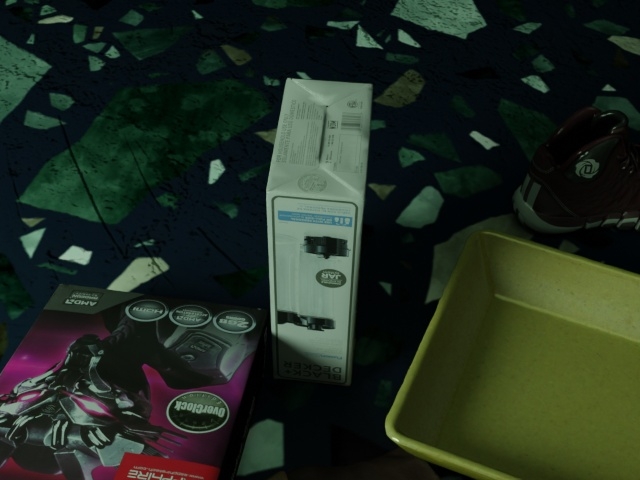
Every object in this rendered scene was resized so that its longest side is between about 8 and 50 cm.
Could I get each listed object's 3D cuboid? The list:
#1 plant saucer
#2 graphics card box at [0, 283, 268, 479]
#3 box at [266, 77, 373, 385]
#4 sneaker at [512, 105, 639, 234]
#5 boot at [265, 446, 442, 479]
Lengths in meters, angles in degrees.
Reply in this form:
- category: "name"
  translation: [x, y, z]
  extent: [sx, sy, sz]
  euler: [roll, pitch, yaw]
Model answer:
- category: "plant saucer"
  translation: [0.266, 0.156, 0.960]
  extent: [0.333, 0.081, 0.332]
  euler: [18, 42, 14]
- category: "graphics card box"
  translation: [-0.188, 0.183, 0.854]
  extent: [0.233, 0.094, 0.371]
  euler: [7, 29, 5]
- category: "box"
  translation: [0.000, 0.000, 0.965]
  extent: [0.087, 0.290, 0.169]
  euler: [4, 49, 3]
- category: "sneaker"
  translation: [0.384, -0.095, 1.158]
  extent: [0.281, 0.162, 0.106]
  euler: [-10, 48, -11]
- category: "boot"
  translation: [0.040, 0.265, 0.814]
  extent: [0.207, 0.090, 0.248]
  euler: [-12, 23, -19]
